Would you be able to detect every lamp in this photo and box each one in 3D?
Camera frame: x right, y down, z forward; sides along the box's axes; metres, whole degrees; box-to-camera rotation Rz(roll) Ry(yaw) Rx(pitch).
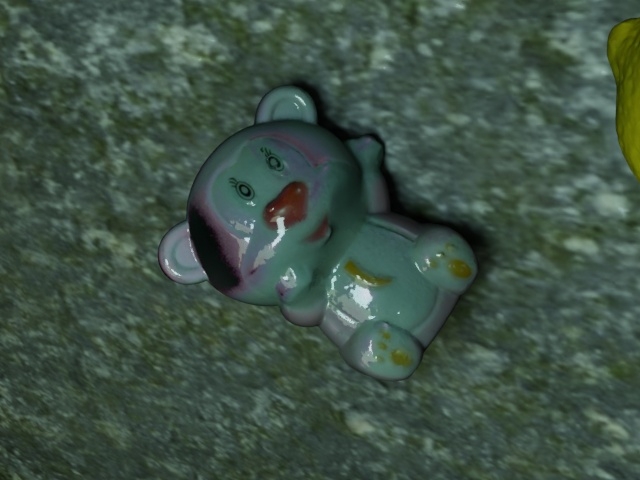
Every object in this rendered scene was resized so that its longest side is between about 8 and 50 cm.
[{"bbox_3d":[0.000,0.000,1.417,0.301,0.247,0.247,34,179,-5],"label":"lamp"}]

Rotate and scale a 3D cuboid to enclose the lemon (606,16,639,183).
[{"bbox_3d":[0.345,-0.107,1.008,0.253,0.228,0.228,14,131,34],"label":"lemon"}]
